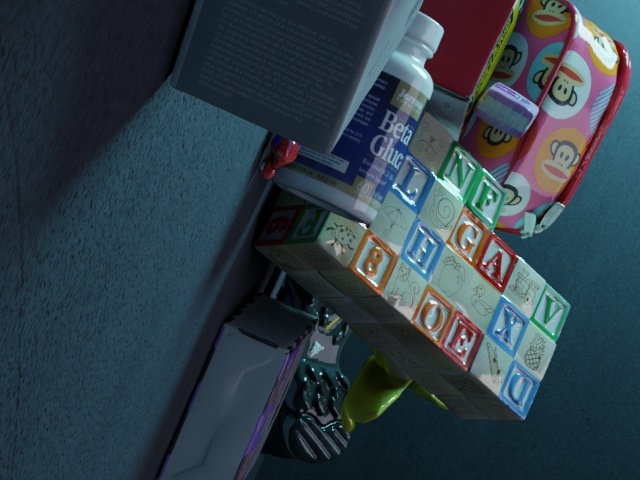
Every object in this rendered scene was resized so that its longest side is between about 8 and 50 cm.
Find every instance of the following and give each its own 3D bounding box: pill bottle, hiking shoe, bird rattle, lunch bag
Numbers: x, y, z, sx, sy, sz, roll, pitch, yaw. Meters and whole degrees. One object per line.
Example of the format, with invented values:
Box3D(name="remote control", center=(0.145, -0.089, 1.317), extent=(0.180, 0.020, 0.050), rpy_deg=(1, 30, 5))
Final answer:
Box3D(name="pill bottle", center=(0.034, -0.107, 1.514), extent=(0.094, 0.094, 0.169), rpy_deg=(65, 49, -85))
Box3D(name="hiking shoe", center=(-0.028, 0.089, 2.030), extent=(0.132, 0.113, 0.304), rpy_deg=(-6, -115, 43))
Box3D(name="bird rattle", center=(0.062, 0.053, 1.863), extent=(0.207, 0.143, 0.253), rpy_deg=(127, -53, -79))
Box3D(name="lunch bag", center=(0.150, -0.121, 1.892), extent=(0.293, 0.120, 0.258), rpy_deg=(20, -98, 54))

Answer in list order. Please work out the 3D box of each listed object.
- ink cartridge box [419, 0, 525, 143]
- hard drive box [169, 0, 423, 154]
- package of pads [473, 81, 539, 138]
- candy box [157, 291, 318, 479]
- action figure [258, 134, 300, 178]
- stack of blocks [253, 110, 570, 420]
Box3D(name="ink cartridge box", center=(0.137, -0.267, 1.689), extent=(0.272, 0.130, 0.309), rpy_deg=(83, 33, -82))
Box3D(name="hard drive box", center=(0.026, -0.187, 0.906), extent=(0.181, 0.089, 0.232), rpy_deg=(-61, 174, -56))
Box3D(name="package of pads", center=(0.167, -0.117, 1.689), extent=(0.032, 0.050, 0.083), rpy_deg=(-58, 176, 12))
Box3D(name="candy box", center=(-0.075, 0.148, 1.791), extent=(0.196, 0.070, 0.165), rpy_deg=(-43, 156, -80))
Box3D(name="action figure", center=(-0.014, -0.097, 1.415), extent=(0.115, 0.030, 0.038), rpy_deg=(-61, 171, 6))
Box3D(name="stack of blocks", center=(0.098, 0.015, 1.709), extent=(0.087, 0.297, 0.171), rpy_deg=(-4, -128, 49))
